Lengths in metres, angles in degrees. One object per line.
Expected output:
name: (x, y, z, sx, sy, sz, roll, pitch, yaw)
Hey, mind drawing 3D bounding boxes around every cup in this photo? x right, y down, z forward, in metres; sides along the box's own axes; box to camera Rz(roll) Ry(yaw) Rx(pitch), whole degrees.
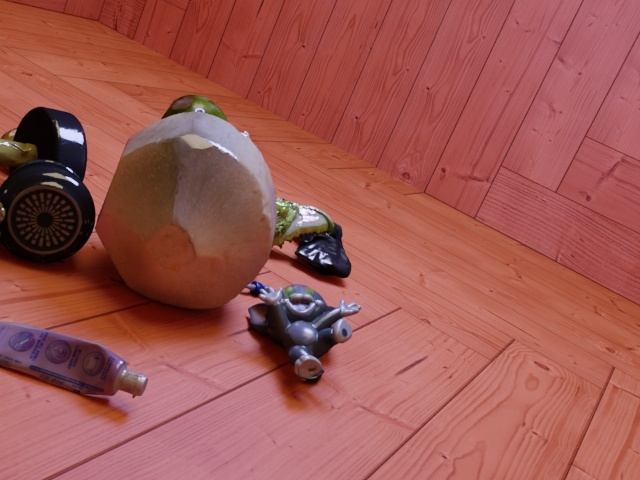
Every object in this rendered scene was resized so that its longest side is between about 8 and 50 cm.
cup: (-0.514, -0.054, 1.396, 0.223, 0.169, 0.176, -11, 23, -14)

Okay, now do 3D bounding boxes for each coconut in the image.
coconut: (-0.236, -0.049, 1.435, 0.352, 0.353, 0.352, 22, 16, -7)

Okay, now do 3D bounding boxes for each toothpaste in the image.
toothpaste: (-0.384, 0.156, 1.085, 0.301, 0.048, 0.075, 17, 44, 1)

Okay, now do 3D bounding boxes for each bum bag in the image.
bum bag: (0.000, 0.000, 2.024, 0.144, 0.095, 0.340, 23, 19, -11)

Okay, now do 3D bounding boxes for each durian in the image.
durian: (-0.141, -0.049, 1.888, 0.375, 0.132, 0.107, 8, 24, -7)

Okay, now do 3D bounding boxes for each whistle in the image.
whistle: (-0.130, 0.100, 1.644, 0.083, 0.029, 0.033, 17, -20, -40)

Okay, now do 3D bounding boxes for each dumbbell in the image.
dumbbell: (-0.629, -0.174, 1.497, 0.322, 0.204, 0.203, 6, 24, -47)

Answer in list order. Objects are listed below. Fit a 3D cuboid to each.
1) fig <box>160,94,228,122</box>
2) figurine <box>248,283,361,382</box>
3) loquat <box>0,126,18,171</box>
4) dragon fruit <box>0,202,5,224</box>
fig: (-0.404, -0.323, 2.357, 0.275, 0.206, 0.206, -1, -5, 44)
figurine: (-0.017, 0.164, 1.419, 0.193, 0.140, 0.265, -5, 37, -13)
loquat: (-0.638, -0.194, 1.733, 0.137, 0.113, 0.137, 21, 41, -20)
dragon fruit: (-0.590, -0.054, 1.245, 0.172, 0.167, 0.160, 31, 14, 30)
